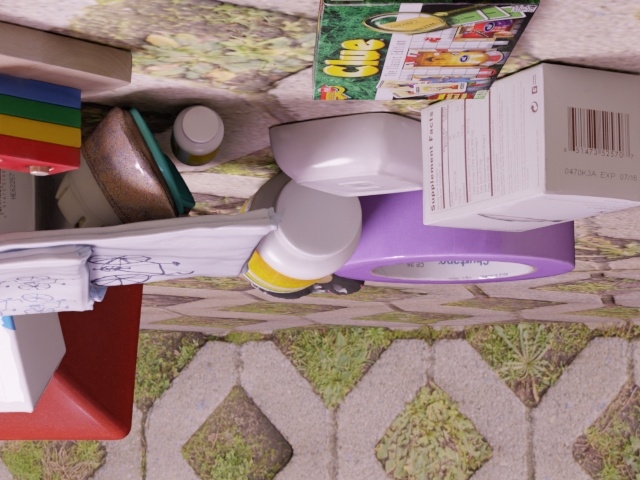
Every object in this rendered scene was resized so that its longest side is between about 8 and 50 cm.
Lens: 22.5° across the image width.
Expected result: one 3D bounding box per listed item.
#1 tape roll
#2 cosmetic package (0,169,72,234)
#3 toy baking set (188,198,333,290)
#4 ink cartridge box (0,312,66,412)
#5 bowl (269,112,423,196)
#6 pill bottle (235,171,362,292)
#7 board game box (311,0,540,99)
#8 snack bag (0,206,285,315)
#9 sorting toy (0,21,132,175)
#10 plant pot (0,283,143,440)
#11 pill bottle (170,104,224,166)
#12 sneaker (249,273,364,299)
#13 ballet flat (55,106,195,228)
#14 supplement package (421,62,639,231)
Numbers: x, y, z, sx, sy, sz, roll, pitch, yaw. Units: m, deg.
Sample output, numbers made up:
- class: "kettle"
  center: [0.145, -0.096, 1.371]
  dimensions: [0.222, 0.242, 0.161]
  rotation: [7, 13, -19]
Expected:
- class: "tape roll"
  center: [0.149, -0.008, 1.825]
  dimensions: [0.275, 0.090, 0.275]
  rotation: [0, 172, 0]
- class: "cosmetic package"
  center: [-0.288, -0.030, 1.548]
  dimensions: [0.086, 0.117, 0.231]
  rotation: [-3, 173, 4]
- class: "toy baking set"
  center: [-0.072, -0.004, 1.936]
  dimensions: [0.197, 0.030, 0.256]
  rotation: [-3, 153, 19]
- class: "ink cartridge box"
  center: [-0.459, 0.065, 1.755]
  dimensions: [0.308, 0.223, 0.129]
  rotation: [-2, -152, 12]
- class: "bowl"
  center: [0.036, -0.075, 1.472]
  dimensions: [0.142, 0.053, 0.142]
  rotation: [-4, 171, 32]
- class: "pill bottle"
  center: [-0.023, -0.013, 1.677]
  dimensions: [0.118, 0.117, 0.208]
  rotation: [1, 171, -12]
- class: "board game box"
  center: [0.063, -0.137, 1.107]
  dimensions: [0.136, 0.030, 0.259]
  rotation: [2, 172, -1]
- class: "snack bag"
  center: [-0.215, 0.028, 1.466]
  dimensions: [0.343, 0.037, 0.323]
  rotation: [-6, 171, -9]
- class: "sorting toy"
  center: [-0.316, -0.094, 1.176]
  dimensions: [0.257, 0.089, 0.255]
  rotation: [-7, 169, 43]
- class: "plant pot"
  center: [-0.385, 0.089, 1.988]
  dimensions: [0.267, 0.267, 0.235]
  rotation: [-2, 158, 11]
- class: "pill bottle"
  center: [-0.105, -0.091, 1.375]
  dimensions: [0.043, 0.043, 0.083]
  rotation: [1, 172, -8]
- class: "sneaker"
  center: [-0.030, 0.051, 2.329]
  dimensions: [0.178, 0.072, 0.077]
  rotation: [9, 180, -21]
- class: "ballet flat"
  center: [-0.177, -0.040, 1.449]
  dimensions: [0.106, 0.107, 0.316]
  rotation: [-28, 171, -2]
- class: "supplement package"
  center: [0.171, -0.071, 1.308]
  dimensions: [0.105, 0.105, 0.179]
  rotation: [3, 172, -27]
